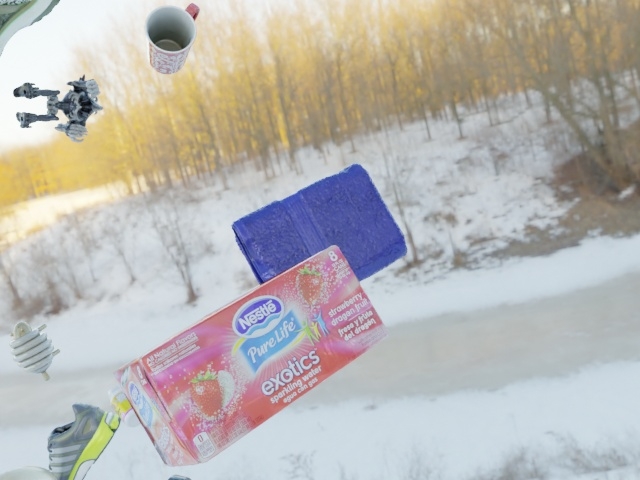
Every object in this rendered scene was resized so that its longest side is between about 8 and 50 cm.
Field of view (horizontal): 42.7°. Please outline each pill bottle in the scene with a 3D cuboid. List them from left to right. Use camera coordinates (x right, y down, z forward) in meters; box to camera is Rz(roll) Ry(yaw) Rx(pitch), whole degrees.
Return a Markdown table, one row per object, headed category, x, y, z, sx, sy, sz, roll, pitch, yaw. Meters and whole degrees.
| category | x | y | z | sx | sy | sz | roll | pitch | yaw |
| --- | --- | --- | --- | --- | --- | --- | --- | --- | --- |
| pill bottle | -0.352 | 0.298 | 1.482 | 0.043 | 0.043 | 0.083 | -19 | 40 | -35 |

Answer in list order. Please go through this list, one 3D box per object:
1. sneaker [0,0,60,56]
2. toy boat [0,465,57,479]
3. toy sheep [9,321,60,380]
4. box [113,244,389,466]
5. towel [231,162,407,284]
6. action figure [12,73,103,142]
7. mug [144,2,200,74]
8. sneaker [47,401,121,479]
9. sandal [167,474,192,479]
| category | x | y | z | sx | sy | sz | roll | pitch | yaw |
| --- | --- | --- | --- | --- | --- | --- | --- | --- | --- |
| sneaker | -0.732 | -0.468 | 1.694 | 0.410 | 0.158 | 0.182 | -47 | -20 | -1 |
| toy boat | -0.598 | 0.608 | 1.724 | 0.148 | 0.267 | 0.318 | 4 | -11 | 34 |
| toy sheep | -0.580 | 0.224 | 1.657 | 0.091 | 0.132 | 0.091 | -29 | 7 | 4 |
| box | -0.073 | 0.122 | 0.880 | 0.257 | 0.122 | 0.128 | -30 | 0 | -30 |
| towel | 0.000 | 0.000 | 1.661 | 0.308 | 0.227 | 0.076 | -27 | -5 | -15 |
| action figure | -0.617 | -0.326 | 2.021 | 0.141 | 0.164 | 0.276 | 18 | 17 | 24 |
| mug | -0.334 | -0.461 | 1.891 | 0.150 | 0.113 | 0.169 | -25 | -2 | -17 |
| sneaker | -0.580 | 0.494 | 1.870 | 0.300 | 0.121 | 0.111 | -55 | 6 | 1 |
| sandal | -0.265 | 0.504 | 1.308 | 0.055 | 0.254 | 0.097 | 7 | -26 | 19 |
